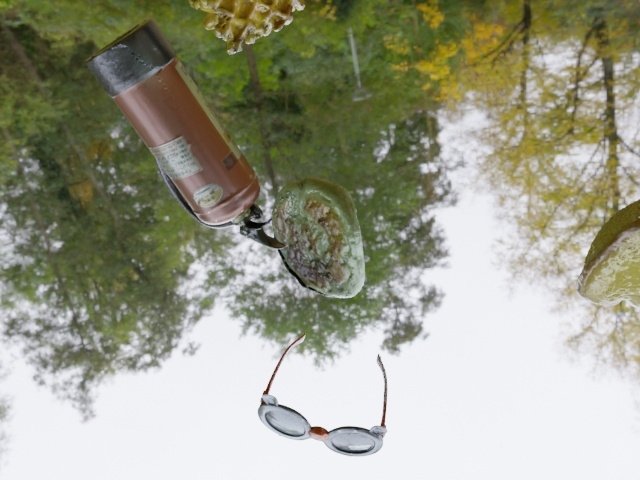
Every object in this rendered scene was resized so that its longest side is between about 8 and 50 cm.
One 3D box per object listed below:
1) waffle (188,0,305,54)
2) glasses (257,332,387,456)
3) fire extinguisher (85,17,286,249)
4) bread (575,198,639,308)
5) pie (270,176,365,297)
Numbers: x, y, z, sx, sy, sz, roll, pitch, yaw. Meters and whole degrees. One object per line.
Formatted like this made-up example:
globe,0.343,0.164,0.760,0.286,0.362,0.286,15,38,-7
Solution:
waffle,-0.093,-0.392,0.860,0.051,0.231,0.229,27,-121,39
glasses,0.020,0.266,1.199,0.234,0.118,0.268,14,-140,3
fire extinguisher,-0.198,-0.139,0.965,0.113,0.376,0.200,-39,-155,-13
bread,0.337,0.007,0.588,0.150,0.187,0.065,18,-127,-2
pie,0.000,0.000,1.122,0.241,0.240,0.054,11,-149,44
